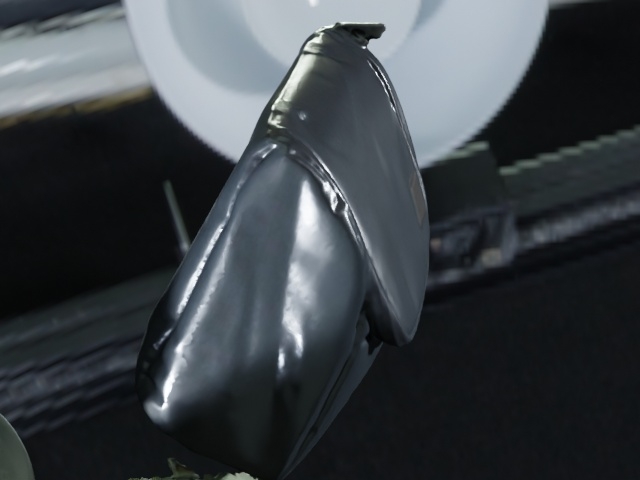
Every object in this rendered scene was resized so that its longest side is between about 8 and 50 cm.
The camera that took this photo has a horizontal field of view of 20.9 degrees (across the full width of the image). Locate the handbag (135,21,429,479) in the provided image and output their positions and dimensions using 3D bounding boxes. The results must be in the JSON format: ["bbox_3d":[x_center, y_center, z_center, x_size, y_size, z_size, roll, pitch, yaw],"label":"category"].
[{"bbox_3d":[0.002,0.002,1.326,0.178,0.275,0.302,29,-155,-3],"label":"handbag"}]

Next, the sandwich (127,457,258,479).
[{"bbox_3d":[-0.104,0.301,1.212,0.262,0.131,0.325,30,-144,-12],"label":"sandwich"}]

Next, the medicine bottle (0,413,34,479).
[{"bbox_3d":[-0.303,0.193,1.238,0.186,0.103,0.103,-28,-129,20],"label":"medicine bottle"}]
